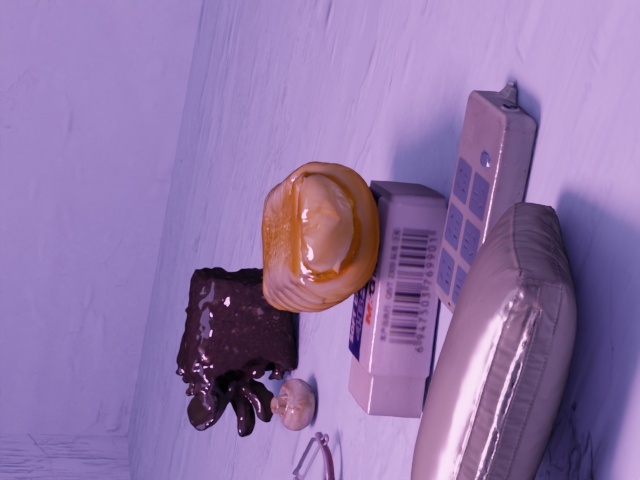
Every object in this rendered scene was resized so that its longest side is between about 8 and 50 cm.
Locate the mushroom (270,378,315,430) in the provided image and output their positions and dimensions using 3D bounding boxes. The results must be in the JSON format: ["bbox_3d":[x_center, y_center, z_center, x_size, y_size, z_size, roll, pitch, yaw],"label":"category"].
[{"bbox_3d":[-0.042,0.259,2.450,0.083,0.067,0.083,-176,90,-69],"label":"mushroom"}]

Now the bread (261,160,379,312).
[{"bbox_3d":[0.000,0.000,1.889,0.311,0.121,0.172,160,111,-77],"label":"bread"}]

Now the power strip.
[{"bbox_3d":[0.178,-0.035,1.683,0.118,0.046,0.270,-120,37,-66],"label":"power strip"}]

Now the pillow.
[{"bbox_3d":[0.164,0.141,1.471,0.255,0.120,0.322,-68,-9,-70],"label":"pillow"}]

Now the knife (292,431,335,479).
[{"bbox_3d":[0.015,0.407,2.218,0.278,0.053,0.123,-104,27,-48],"label":"knife"}]

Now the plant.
[{"bbox_3d":[-0.138,0.184,2.617,0.199,0.189,0.276,-156,72,-72],"label":"plant"}]

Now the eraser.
[{"bbox_3d":[0.092,0.071,1.924,0.124,0.081,0.278,-139,54,-74],"label":"eraser"}]
